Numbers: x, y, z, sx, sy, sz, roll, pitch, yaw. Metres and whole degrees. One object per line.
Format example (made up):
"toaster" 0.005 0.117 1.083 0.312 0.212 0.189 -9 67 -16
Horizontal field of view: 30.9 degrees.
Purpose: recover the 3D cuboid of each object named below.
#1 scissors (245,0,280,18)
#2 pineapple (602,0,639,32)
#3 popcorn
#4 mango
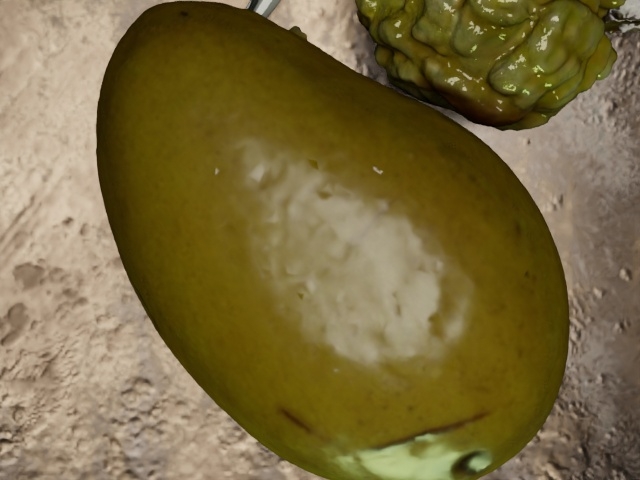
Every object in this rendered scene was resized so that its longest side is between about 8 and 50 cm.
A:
"scissors" -0.024 -0.236 0.977 0.085 0.022 0.176 34 91 -7
"pineapple" 0.296 -0.246 0.963 0.236 0.114 0.186 35 94 4
"popcorn" 0.131 -0.179 0.900 0.189 0.218 0.169 10 111 -35
"mango" 0.000 0.000 0.904 0.301 0.220 0.445 -37 98 15
